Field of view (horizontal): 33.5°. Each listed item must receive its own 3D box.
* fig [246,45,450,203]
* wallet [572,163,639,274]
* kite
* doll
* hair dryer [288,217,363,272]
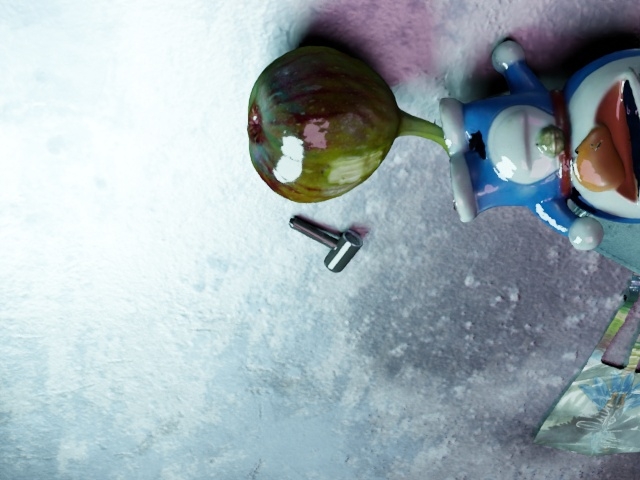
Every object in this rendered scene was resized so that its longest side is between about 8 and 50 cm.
[{"bbox_3d":[0.049,-0.105,1.032,0.245,0.149,0.149,3,129,-24],"label":"fig"},{"bbox_3d":[0.441,-0.050,1.111,0.251,0.054,0.290,29,123,-15],"label":"wallet"},{"bbox_3d":[0.390,0.163,1.309,0.169,0.015,0.309,10,127,-11],"label":"kite"},{"bbox_3d":[0.239,-0.097,0.995,0.257,0.161,0.215,-9,82,8],"label":"doll"},{"bbox_3d":[0.000,0.000,1.164,0.083,0.026,0.047,28,121,-17],"label":"hair dryer"}]
